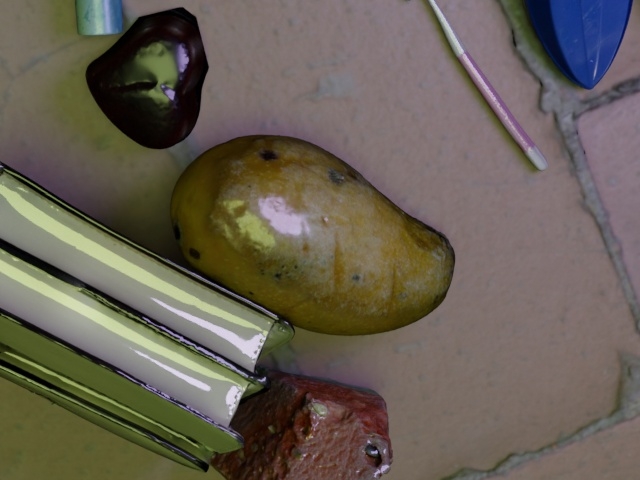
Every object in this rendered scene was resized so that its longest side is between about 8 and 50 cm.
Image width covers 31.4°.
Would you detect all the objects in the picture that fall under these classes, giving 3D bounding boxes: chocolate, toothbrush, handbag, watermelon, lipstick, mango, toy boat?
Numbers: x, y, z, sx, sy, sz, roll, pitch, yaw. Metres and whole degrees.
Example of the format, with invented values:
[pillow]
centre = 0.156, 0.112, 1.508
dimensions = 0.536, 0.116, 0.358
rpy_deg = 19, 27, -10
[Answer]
[chocolate]
centre = -0.179, -0.169, 1.177
dimensions = 0.125, 0.080, 0.148
rpy_deg = 11, 105, -10
[toothbrush]
centre = 0.165, -0.186, 1.245
dimensions = 0.025, 0.020, 0.286
rpy_deg = -35, 106, 12
[handbag]
centre = -0.241, 0.095, 1.165
dimensions = 0.359, 0.237, 0.160
rpy_deg = 30, 65, -13
[watermelon]
centre = -0.015, 0.226, 1.215
dimensions = 0.193, 0.257, 0.140
rpy_deg = -46, 106, -2
[lipstick]
centre = -0.228, -0.289, 1.154
dimensions = 0.048, 0.048, 0.157
rpy_deg = -3, 105, -6
[mango]
centre = -0.006, 0.006, 1.207
dimensions = 0.330, 0.175, 0.176
rpy_deg = 32, 103, -32
[toy boat]
centre = 0.267, -0.296, 1.201
dimensions = 0.129, 0.088, 0.295
rpy_deg = -15, 117, -3
